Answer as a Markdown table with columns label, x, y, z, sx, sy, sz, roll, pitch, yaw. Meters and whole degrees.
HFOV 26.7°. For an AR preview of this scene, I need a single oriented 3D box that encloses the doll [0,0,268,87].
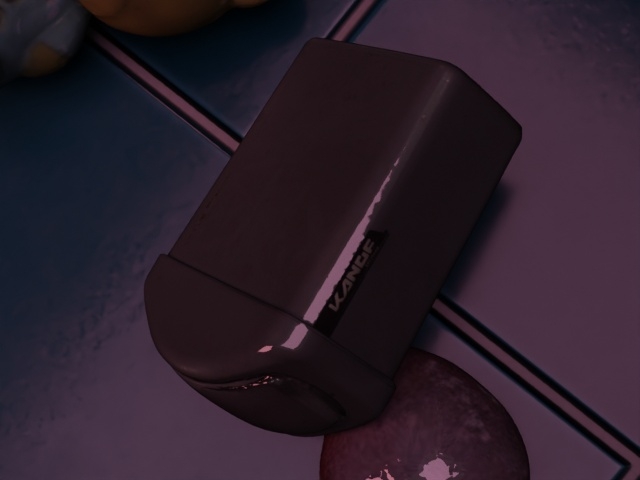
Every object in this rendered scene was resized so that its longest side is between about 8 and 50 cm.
| label | x | y | z | sx | sy | sz | roll | pitch | yaw |
| --- | --- | --- | --- | --- | --- | --- | --- | --- | --- |
| doll | -0.162 | -0.201 | 0.877 | 0.260 | 0.161 | 0.177 | -21 | 99 | 5 |

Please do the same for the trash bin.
| label | x | y | z | sx | sy | sz | roll | pitch | yaw |
| --- | --- | --- | --- | --- | --- | --- | --- | --- | --- |
| trash bin | 0.000 | 0.000 | 0.826 | 0.176 | 0.101 | 0.236 | 22 | 79 | 54 |

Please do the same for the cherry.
| label | x | y | z | sx | sy | sz | roll | pitch | yaw |
| --- | --- | --- | --- | --- | --- | --- | --- | --- | --- |
| cherry | 0.032 | 0.147 | 0.831 | 0.188 | 0.115 | 0.148 | -28 | 92 | 10 |
